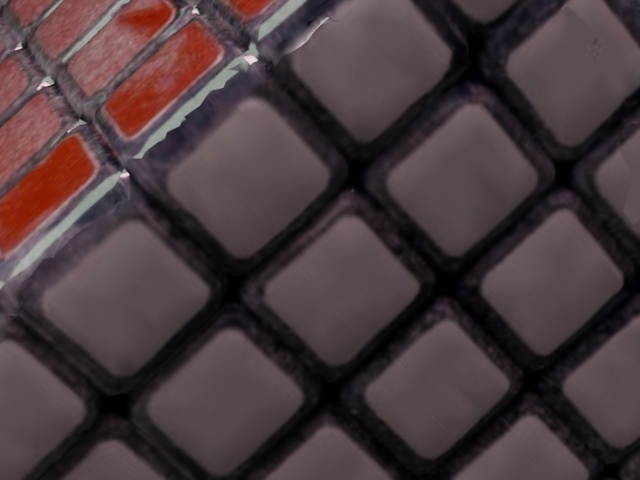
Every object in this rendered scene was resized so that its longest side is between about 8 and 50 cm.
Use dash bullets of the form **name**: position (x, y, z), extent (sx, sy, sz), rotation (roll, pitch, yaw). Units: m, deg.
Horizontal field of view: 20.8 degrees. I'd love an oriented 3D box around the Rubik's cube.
- **Rubik's cube**: position (0.000, 0.000, 0.587), extent (0.238, 0.237, 0.237), rotation (-44, 28, 3)
